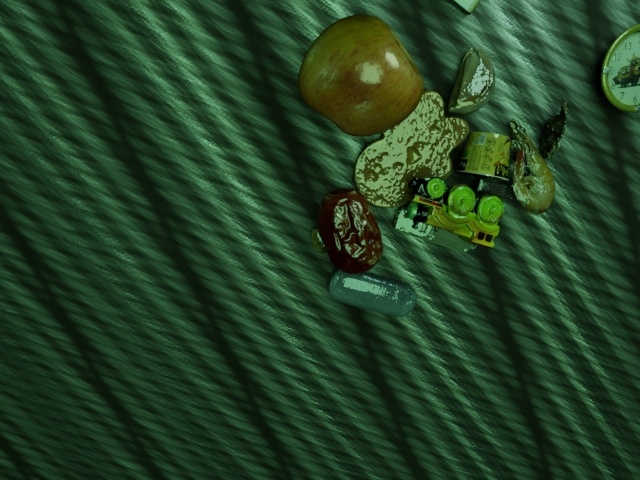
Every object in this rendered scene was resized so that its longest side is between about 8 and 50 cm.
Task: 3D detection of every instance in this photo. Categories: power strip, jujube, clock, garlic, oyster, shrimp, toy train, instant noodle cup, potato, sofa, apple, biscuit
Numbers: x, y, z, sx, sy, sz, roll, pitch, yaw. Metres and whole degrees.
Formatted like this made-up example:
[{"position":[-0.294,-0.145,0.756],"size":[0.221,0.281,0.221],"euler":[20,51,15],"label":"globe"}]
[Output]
[{"position":[0.344,-0.035,1.444],"size":[0.271,0.052,0.078],"euler":[17,106,-7],"label":"power strip"},{"position":[0.085,-0.025,1.385],"size":[0.174,0.174,0.251],"euler":[-14,109,4],"label":"jujube"},{"position":[0.872,-0.472,1.311],"size":[0.236,0.057,0.237],"euler":[-1,107,-2],"label":"clock"},{"position":[0.421,-0.424,1.296],"size":[0.101,0.087,0.196],"euler":[21,88,-12],"label":"garlic"},{"position":[0.658,-0.302,1.341],"size":[0.056,0.106,0.177],"euler":[7,144,14],"label":"oyster"},{"position":[0.585,-0.204,1.368],"size":[0.152,0.063,0.287],"euler":[-34,101,-20],"label":"shrimp"},{"position":[0.376,-0.083,1.353],"size":[0.296,0.100,0.161],"euler":[17,96,-10],"label":"toy train"},{"position":[0.464,-0.234,1.339],"size":[0.151,0.151,0.122],"euler":[11,100,-4],"label":"instant noodle cup"},{"position":[0.000,0.000,1.458],"size":[0.051,0.040,0.083],"euler":[-23,107,1],"label":"potato"},{"position":[0.511,-0.151,1.404],"size":[0.117,0.060,0.039],"euler":[13,99,-4],"label":"sofa"},{"position":[0.096,-0.405,1.208],"size":[0.275,0.299,0.299],"euler":[-37,104,19],"label":"apple"},{"position":[0.250,-0.250,1.377],"size":[0.275,0.052,0.355],"euler":[37,105,-13],"label":"biscuit"}]

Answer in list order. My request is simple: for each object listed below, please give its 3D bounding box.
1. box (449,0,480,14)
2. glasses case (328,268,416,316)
[{"position":[0.391,-0.757,1.224],"size":[0.210,0.045,0.270],"euler":[32,105,-9],"label":"box"},{"position":[0.163,0.163,1.496],"size":[0.282,0.067,0.109],"euler":[16,104,-3],"label":"glasses case"}]
